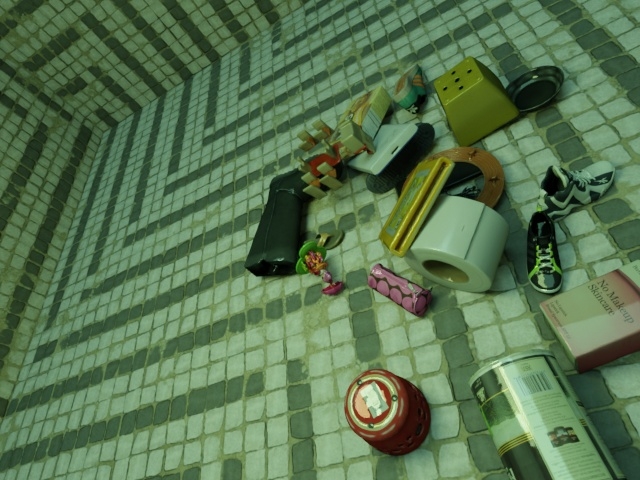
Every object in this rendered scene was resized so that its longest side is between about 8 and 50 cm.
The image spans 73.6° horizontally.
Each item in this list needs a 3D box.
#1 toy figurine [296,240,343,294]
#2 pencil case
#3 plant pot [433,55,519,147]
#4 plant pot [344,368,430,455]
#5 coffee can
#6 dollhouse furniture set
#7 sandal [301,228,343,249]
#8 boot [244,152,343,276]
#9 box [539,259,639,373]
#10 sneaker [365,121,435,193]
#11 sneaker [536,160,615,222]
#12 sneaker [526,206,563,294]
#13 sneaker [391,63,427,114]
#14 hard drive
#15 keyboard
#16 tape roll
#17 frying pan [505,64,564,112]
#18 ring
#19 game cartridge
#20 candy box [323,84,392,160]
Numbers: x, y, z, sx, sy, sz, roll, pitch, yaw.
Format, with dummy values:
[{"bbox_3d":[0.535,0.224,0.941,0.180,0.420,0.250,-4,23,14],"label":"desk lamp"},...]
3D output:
[{"bbox_3d":[0.009,0.106,1.439,0.130,0.173,0.159,-34,57,-14],"label":"toy figurine"},{"bbox_3d":[0.233,0.141,1.290,0.209,0.098,0.095,27,77,43],"label":"pencil case"},{"bbox_3d":[0.507,-0.486,1.457,0.212,0.187,0.212,-32,46,29],"label":"plant pot"},{"bbox_3d":[0.161,0.430,1.084,0.191,0.174,0.191,-19,51,25],"label":"plant pot"},{"bbox_3d":[0.458,0.396,0.884,0.201,0.201,0.275,-27,47,15],"label":"coffee can"},{"bbox_3d":[0.049,-0.304,1.525,0.259,0.135,0.262,-28,55,31],"label":"dollhouse furniture set"},{"bbox_3d":[0.000,0.000,1.579,0.180,0.049,0.072,-16,50,26],"label":"sandal"},{"bbox_3d":[-0.092,-0.093,1.620,0.367,0.146,0.445,-22,41,36],"label":"boot"},{"bbox_3d":[0.647,0.174,0.964,0.232,0.127,0.149,-29,47,14],"label":"box"},{"bbox_3d":[0.282,-0.304,1.588,0.319,0.112,0.131,-44,22,3],"label":"sneaker"},{"bbox_3d":[0.688,-0.165,1.158,0.235,0.153,0.094,-32,48,11],"label":"sneaker"},{"bbox_3d":[0.580,0.023,1.129,0.084,0.097,0.235,-10,62,29],"label":"sneaker"},{"bbox_3d":[0.371,-0.608,1.735,0.108,0.121,0.302,-30,24,42],"label":"sneaker"},{"bbox_3d":[0.216,-0.338,1.567,0.210,0.040,0.319,-48,17,3],"label":"hard drive"},{"bbox_3d":[0.415,-0.185,1.445,0.317,0.033,0.202,-24,48,20],"label":"keyboard"},{"bbox_3d":[0.373,0.014,1.183,0.246,0.246,0.169,13,68,39],"label":"tape roll"},{"bbox_3d":[0.666,-0.497,1.481,0.326,0.053,0.197,-10,52,41],"label":"frying pan"},{"bbox_3d":[0.419,-0.180,1.395,0.336,0.032,0.337,-19,49,23],"label":"ring"},{"bbox_3d":[0.266,-0.106,1.267,0.285,0.052,0.324,-62,3,7],"label":"game cartridge"},{"bbox_3d":[0.152,-0.468,1.718,0.182,0.087,0.317,-15,40,47],"label":"candy box"}]
